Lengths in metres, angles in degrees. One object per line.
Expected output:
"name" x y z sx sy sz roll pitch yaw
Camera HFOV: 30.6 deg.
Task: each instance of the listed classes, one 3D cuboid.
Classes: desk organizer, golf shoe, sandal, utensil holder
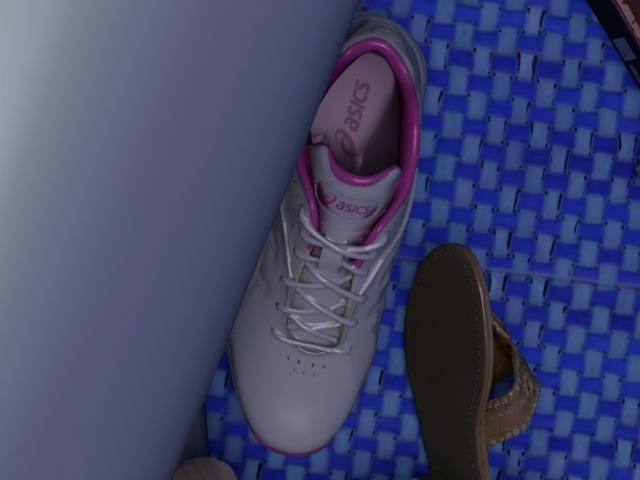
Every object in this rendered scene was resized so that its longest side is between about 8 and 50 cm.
"desk organizer" 0.213 -0.170 0.793 0.050 0.047 0.130 -33 95 -1
"golf shoe" 0.000 0.000 0.758 0.115 0.140 0.306 9 96 -4
"sandal" 0.114 0.113 0.815 0.079 0.088 0.240 -9 104 -32
"utensil holder" -0.173 -0.057 0.617 0.328 0.327 0.385 21 84 -3

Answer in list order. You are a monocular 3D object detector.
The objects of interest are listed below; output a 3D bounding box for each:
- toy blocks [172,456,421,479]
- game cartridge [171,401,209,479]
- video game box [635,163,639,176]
"toy blocks" -0.020 0.330 0.715 0.289 0.309 0.260 16 123 8
"game cartridge" -0.189 0.190 0.811 0.230 0.068 0.355 -5 96 -5
"video game box" 0.319 0.005 0.741 0.048 0.187 0.205 -43 95 -13
